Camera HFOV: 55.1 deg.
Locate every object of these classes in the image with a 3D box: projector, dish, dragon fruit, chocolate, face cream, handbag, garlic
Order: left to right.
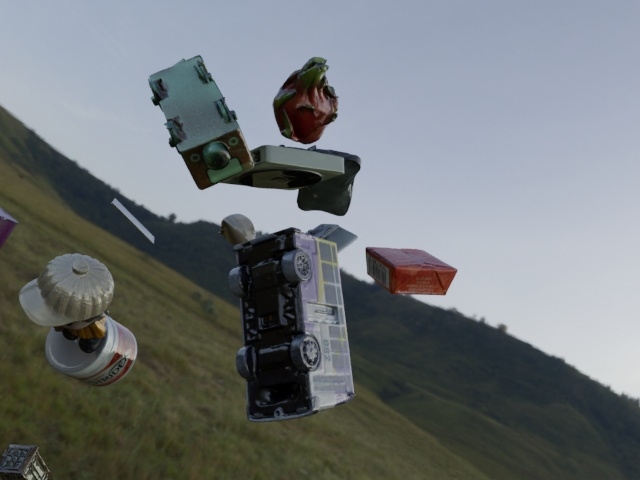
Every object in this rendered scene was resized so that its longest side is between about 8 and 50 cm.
[{"bbox_3d":[-0.673,0.318,1.815,0.201,0.201,0.187,21,-19,21],"label":"face cream"},{"bbox_3d":[-0.266,-0.010,2.050,0.198,0.091,0.128,42,-47,34],"label":"garlic"},{"bbox_3d":[-0.109,-0.197,1.648,0.259,0.079,0.257,4,-9,-37],"label":"projector"},{"bbox_3d":[-0.026,-0.376,1.641,0.198,0.200,0.269,44,-55,10],"label":"dragon fruit"},{"bbox_3d":[0.000,0.000,2.257,0.182,0.243,0.080,3,-66,37],"label":"dish"},{"bbox_3d":[0.024,-0.196,2.099,0.192,0.074,0.332,9,-34,-3],"label":"handbag"},{"bbox_3d":[0.291,0.100,2.031,0.235,0.107,0.237,2,13,-22],"label":"chocolate"}]

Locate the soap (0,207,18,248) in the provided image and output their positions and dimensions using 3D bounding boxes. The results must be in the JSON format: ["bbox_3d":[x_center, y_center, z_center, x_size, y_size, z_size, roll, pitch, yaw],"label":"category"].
[{"bbox_3d":[-0.841,0.005,1.486,0.122,0.203,0.065,33,-1,23],"label":"soap"}]

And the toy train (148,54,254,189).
[{"bbox_3d":[-0.225,-0.217,1.152,0.326,0.129,0.159,59,-7,42],"label":"toy train"}]

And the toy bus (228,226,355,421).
[{"bbox_3d":[-0.063,0.216,1.525,0.209,0.439,0.249,-17,-19,31],"label":"toy bus"}]

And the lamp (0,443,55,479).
[{"bbox_3d":[-0.760,0.681,1.648,0.089,0.090,0.325,0,-55,9],"label":"lamp"}]

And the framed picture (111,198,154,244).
[{"bbox_3d":[-0.674,-0.070,2.211,0.201,0.010,0.136,48,-4,-17],"label":"framed picture"}]

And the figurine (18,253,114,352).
[{"bbox_3d":[-0.614,0.156,1.573,0.185,0.204,0.332,32,-18,8],"label":"figurine"}]
